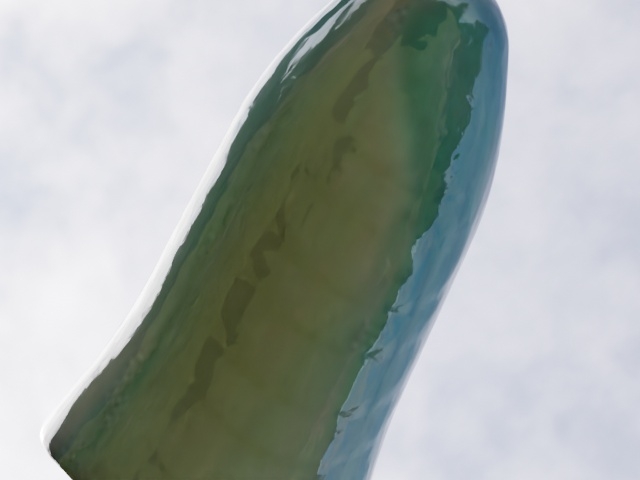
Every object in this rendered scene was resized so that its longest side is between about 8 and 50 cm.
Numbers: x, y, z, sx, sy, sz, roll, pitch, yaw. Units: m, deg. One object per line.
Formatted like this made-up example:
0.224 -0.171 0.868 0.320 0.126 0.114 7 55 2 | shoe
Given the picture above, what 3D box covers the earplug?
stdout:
0.000 0.000 1.008 0.185 0.185 0.324 28 -84 16 | earplug
